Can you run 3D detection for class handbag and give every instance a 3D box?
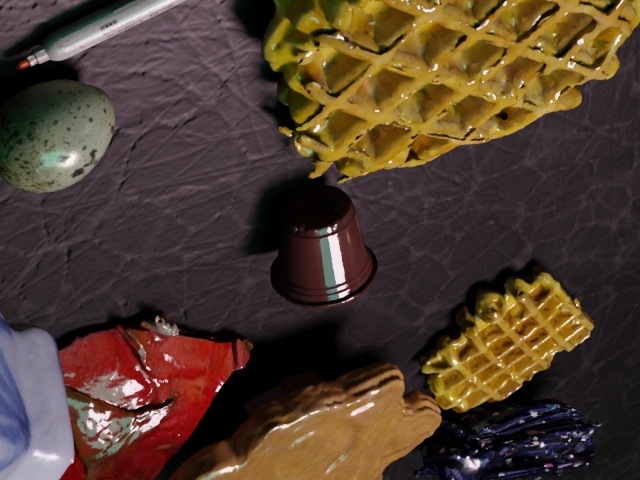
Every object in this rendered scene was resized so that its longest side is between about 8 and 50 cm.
[{"bbox_3d":[0.255,0.275,1.879,0.260,0.162,0.113,-6,99,-33],"label":"handbag"}]

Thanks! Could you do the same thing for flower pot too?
[{"bbox_3d":[0.000,0.000,1.376,0.111,0.111,0.089,-22,133,-17],"label":"flower pot"}]

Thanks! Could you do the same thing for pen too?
[{"bbox_3d":[-0.142,-0.186,1.085,0.218,0.026,0.026,-28,146,-8],"label":"pen"}]

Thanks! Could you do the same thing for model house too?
[{"bbox_3d":[-0.025,0.223,1.637,0.100,0.088,0.101,-27,145,-8],"label":"model house"}]

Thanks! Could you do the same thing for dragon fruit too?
[{"bbox_3d":[-0.245,0.216,1.442,0.343,0.100,0.282,-47,140,17],"label":"dragon fruit"}]

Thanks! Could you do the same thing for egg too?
[{"bbox_3d":[-0.214,-0.086,1.096,0.110,0.085,0.085,-42,150,-22],"label":"egg"}]

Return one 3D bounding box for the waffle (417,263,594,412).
[{"bbox_3d":[0.226,0.130,1.761,0.229,0.057,0.219,-38,146,7],"label":"waffle"}]

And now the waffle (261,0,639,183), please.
[{"bbox_3d":[0.133,-0.192,1.229,0.382,0.095,0.380,-22,153,-4],"label":"waffle"}]

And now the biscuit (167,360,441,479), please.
[{"bbox_3d":[-0.014,0.263,1.578,0.376,0.051,0.269,-18,142,-26],"label":"biscuit"}]

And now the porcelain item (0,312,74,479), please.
[{"bbox_3d":[-0.379,0.116,1.073,0.178,0.243,0.405,-28,154,26],"label":"porcelain item"}]
